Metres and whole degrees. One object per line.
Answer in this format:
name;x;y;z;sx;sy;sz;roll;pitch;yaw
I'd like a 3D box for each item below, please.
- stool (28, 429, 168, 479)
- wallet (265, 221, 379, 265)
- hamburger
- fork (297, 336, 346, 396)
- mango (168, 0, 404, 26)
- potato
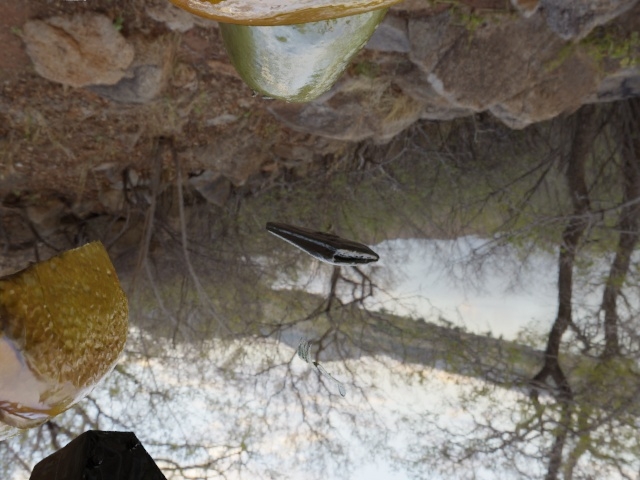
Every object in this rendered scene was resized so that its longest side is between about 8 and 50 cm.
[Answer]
stool;-0.367;0.437;0.878;0.141;0.232;0.232;-35;167;5
wallet;0.000;0.000;1.207;0.169;0.052;0.245;5;-167;-44
hamburger;-0.281;0.098;0.494;0.144;0.156;0.283;-14;-170;1
fork;0.003;0.234;0.931;0.034;0.028;0.219;21;154;34
mango;-0.010;-0.199;0.328;0.221;0.120;0.151;-2;-168;-8
potato;-0.027;-0.321;0.623;0.220;0.269;0.359;0;167;-14
